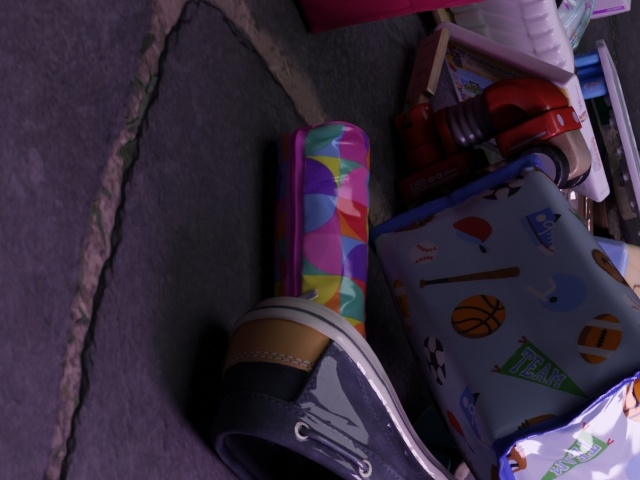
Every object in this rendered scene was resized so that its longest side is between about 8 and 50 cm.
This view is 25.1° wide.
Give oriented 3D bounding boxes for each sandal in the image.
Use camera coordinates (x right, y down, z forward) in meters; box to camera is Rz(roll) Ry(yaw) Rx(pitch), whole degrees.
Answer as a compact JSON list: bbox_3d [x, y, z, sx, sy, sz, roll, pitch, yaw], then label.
[{"bbox_3d":[0.230,-0.351,1.824,0.416,0.169,0.102,73,30,-42],"label":"sandal"}]

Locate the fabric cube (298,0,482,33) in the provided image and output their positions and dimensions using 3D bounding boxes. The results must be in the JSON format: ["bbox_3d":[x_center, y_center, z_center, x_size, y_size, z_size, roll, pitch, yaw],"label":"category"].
[{"bbox_3d":[0.087,-0.410,1.530,0.258,0.259,0.254,65,31,-32],"label":"fabric cube"}]

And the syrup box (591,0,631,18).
[{"bbox_3d":[0.432,-0.477,2.360,0.237,0.096,0.093,51,43,-45],"label":"syrup box"}]

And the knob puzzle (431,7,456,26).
[{"bbox_3d":[0.152,-0.380,1.882,0.213,0.030,0.213,26,60,-57],"label":"knob puzzle"}]

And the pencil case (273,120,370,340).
[{"bbox_3d":[0.000,0.000,1.423,0.104,0.104,0.236,33,53,-55],"label":"pencil case"}]

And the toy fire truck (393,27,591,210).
[{"bbox_3d":[0.184,-0.147,1.705,0.158,0.217,0.246,-16,82,-61],"label":"toy fire truck"}]

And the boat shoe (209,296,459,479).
[{"bbox_3d":[0.050,0.272,1.362,0.500,0.187,0.156,56,42,-31],"label":"boat shoe"}]

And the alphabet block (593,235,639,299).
[{"bbox_3d":[0.320,0.085,1.856,0.197,0.192,0.193,8,95,-60],"label":"alphabet block"}]

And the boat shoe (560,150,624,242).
[{"bbox_3d":[0.412,-0.012,2.201,0.285,0.089,0.104,68,31,-25],"label":"boat shoe"}]

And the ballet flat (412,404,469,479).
[{"bbox_3d":[0.130,0.258,1.629,0.248,0.086,0.086,-43,120,-56],"label":"ballet flat"}]

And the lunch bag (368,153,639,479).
[{"bbox_3d":[0.242,0.163,1.471,0.328,0.239,0.385,-115,-178,-46],"label":"lunch bag"}]

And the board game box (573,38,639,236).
[{"bbox_3d":[0.464,-0.082,2.176,0.390,0.050,0.390,7,69,-75],"label":"board game box"}]

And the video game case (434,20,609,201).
[{"bbox_3d":[0.253,-0.163,1.809,0.026,0.227,0.206,-43,135,-16],"label":"video game case"}]

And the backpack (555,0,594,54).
[{"bbox_3d":[0.320,-0.329,2.067,0.115,0.152,0.182,47,54,-33],"label":"backpack"}]

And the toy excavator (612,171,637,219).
[{"bbox_3d":[0.611,0.144,2.458,0.445,0.222,0.433,-89,154,-46],"label":"toy excavator"}]

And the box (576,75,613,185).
[{"bbox_3d":[0.417,-0.149,2.306,0.186,0.038,0.145,66,31,-25],"label":"box"}]
